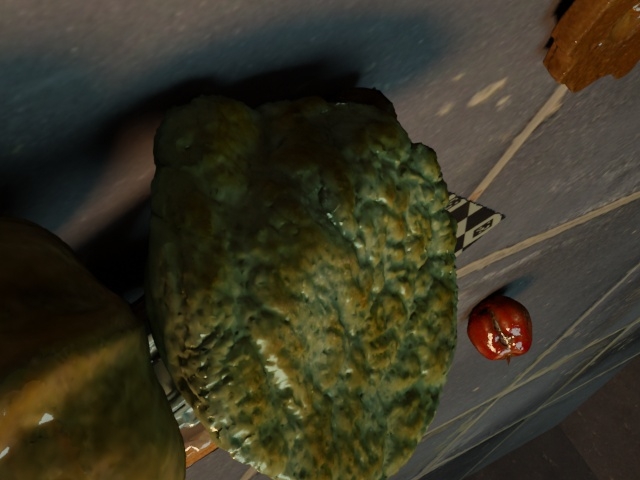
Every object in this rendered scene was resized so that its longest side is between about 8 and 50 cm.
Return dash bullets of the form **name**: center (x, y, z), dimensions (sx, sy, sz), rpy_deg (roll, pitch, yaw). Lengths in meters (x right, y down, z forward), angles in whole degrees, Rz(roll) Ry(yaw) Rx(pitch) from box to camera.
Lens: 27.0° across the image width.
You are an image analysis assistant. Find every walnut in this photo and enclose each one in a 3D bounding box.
- **walnut**: center (-0.209, 0.118, 0.699), dimensions (0.283, 0.227, 0.283), rpy_deg (-37, 171, -7)

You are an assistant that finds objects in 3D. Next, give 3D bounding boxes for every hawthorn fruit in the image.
- **hawthorn fruit**: center (0.238, 0.118, 1.743), dimensions (0.093, 0.093, 0.093), rpy_deg (-31, 162, -11)

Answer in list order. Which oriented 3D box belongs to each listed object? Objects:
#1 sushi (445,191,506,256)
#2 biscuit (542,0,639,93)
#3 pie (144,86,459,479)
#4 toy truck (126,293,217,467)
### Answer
- **sushi**: center (0.067, 0.058, 1.342), dimensions (0.264, 0.050, 0.290), rpy_deg (-40, 161, 16)
- **biscuit**: center (0.254, -0.188, 1.069), dimensions (0.182, 0.034, 0.215), rpy_deg (-31, 164, -10)
- **pie**: center (-0.001, 0.030, 0.818), dimensions (0.105, 0.257, 0.274), rpy_deg (-16, 177, 36)
- **toy truck**: center (-0.178, 0.142, 0.916), dimensions (0.338, 0.133, 0.184), rpy_deg (-34, 177, -1)
